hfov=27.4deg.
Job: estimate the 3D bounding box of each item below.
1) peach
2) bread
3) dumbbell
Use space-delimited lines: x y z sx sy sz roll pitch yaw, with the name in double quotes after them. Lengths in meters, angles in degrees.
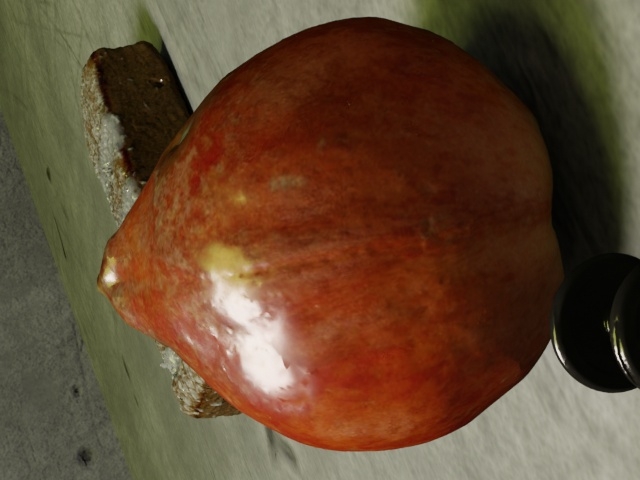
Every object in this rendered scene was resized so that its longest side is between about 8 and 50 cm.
0.000 0.000 0.724 0.232 0.256 0.233 171 90 -88 "peach"
-0.162 -0.014 1.436 0.165 0.113 0.417 110 141 -59 "bread"
0.152 0.039 0.613 0.147 0.069 0.069 173 81 -72 "dumbbell"
